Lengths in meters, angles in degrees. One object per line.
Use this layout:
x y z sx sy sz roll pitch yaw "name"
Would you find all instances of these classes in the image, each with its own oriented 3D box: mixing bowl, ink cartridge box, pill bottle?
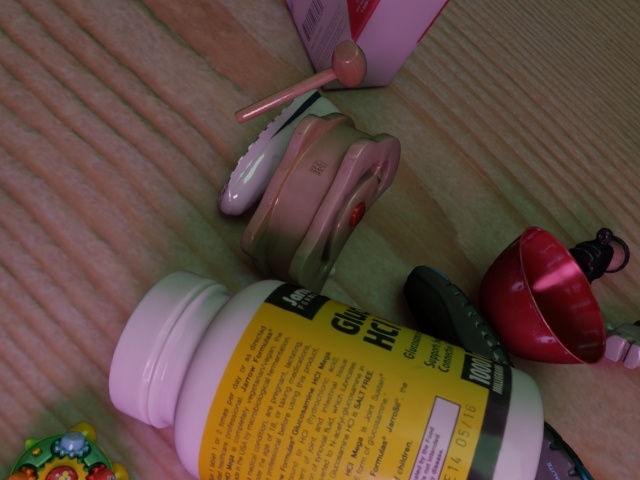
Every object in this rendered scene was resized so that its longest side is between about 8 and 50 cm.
0.270 0.083 0.714 0.181 0.098 0.181 25 49 -33 "mixing bowl"
0.044 -0.411 0.810 0.131 0.226 0.306 -10 70 -28 "ink cartridge box"
-0.001 0.146 0.488 0.334 0.188 0.187 19 56 12 "pill bottle"

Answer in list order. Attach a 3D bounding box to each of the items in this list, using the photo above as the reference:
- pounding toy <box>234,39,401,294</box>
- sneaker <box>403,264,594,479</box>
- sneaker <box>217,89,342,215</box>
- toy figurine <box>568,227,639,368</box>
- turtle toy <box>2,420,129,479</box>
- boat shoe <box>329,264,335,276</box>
-0.012 -0.081 0.640 0.155 0.154 0.269 28 94 19 "pounding toy"
0.158 0.175 0.614 0.125 0.140 0.340 40 20 -50 "sneaker"
-0.038 -0.105 0.707 0.095 0.090 0.235 43 57 -10 "sneaker"
0.472 0.060 0.765 0.148 0.213 0.209 -8 71 -44 "toy figurine"
-0.210 0.219 0.473 0.130 0.066 0.095 48 57 5 "turtle toy"
0.000 0.000 0.699 0.035 0.035 0.100 19 50 -46 "boat shoe"
